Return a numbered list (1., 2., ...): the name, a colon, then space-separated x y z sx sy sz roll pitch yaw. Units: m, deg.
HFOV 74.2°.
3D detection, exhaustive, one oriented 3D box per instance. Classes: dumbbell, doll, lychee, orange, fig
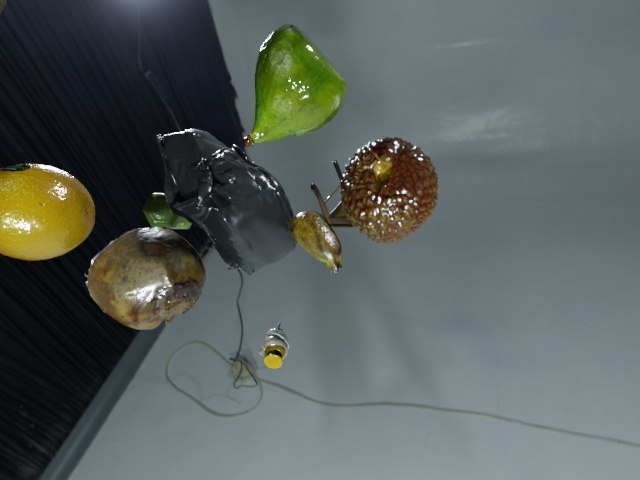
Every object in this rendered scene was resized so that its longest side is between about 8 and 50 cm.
1. dumbbell: -0.502 -0.094 1.433 0.122 0.108 0.302 0 1 -6
2. doll: -0.123 0.272 1.096 0.084 0.073 0.127 -26 25 15
3. lychee: 0.179 -0.122 1.106 0.268 0.267 0.267 -10 40 8
4. orange: -0.627 -0.063 0.928 0.237 0.236 0.236 -10 40 8
5. fig: -0.070 -0.284 0.856 0.235 0.203 0.203 -46 37 15

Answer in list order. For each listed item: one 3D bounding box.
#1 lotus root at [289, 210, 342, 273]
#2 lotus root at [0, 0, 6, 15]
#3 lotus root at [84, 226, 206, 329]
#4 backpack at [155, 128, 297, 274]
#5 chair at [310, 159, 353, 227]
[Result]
1. lotus root: 0.000 0.000 1.020 0.109 0.094 0.190 4 31 -42
2. lotus root: -0.568 -0.389 0.639 0.154 0.154 0.278 20 59 36
3. lotus root: -0.414 0.115 1.056 0.272 0.272 0.192 -38 49 -25
4. backpack: -0.274 -0.123 1.155 0.255 0.363 0.445 -36 58 -15
5. chair: 0.121 -0.091 1.353 0.160 0.318 0.186 0 39 38
